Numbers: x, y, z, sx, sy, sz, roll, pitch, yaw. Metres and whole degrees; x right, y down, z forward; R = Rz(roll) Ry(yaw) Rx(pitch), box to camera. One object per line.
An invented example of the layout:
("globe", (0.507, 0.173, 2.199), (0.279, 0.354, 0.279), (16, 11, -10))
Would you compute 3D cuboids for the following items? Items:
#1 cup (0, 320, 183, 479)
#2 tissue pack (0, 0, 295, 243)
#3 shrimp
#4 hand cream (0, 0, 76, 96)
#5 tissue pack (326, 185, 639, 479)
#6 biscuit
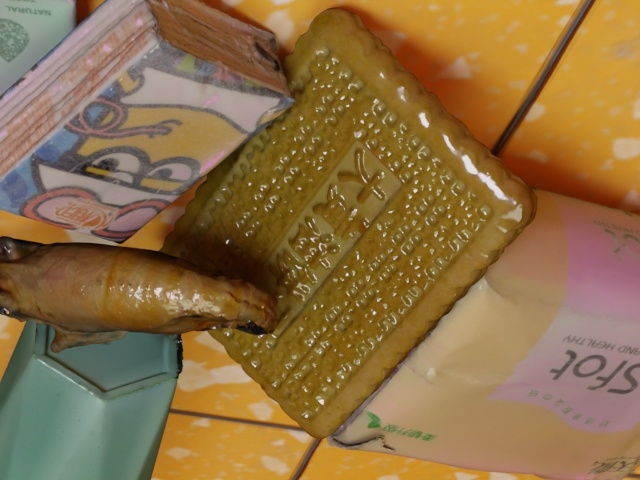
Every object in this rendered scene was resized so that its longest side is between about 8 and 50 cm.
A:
("cup", (-0.172, 0.139, 0.992), (0.148, 0.134, 0.235), (9, 137, -20))
("tissue pack", (-0.107, -0.068, 0.775), (0.155, 0.065, 0.116), (-38, 147, 25))
("shrimp", (-0.146, 0.041, 0.865), (0.262, 0.066, 0.117), (5, 158, 35))
("hand cream", (-0.179, -0.108, 0.772), (0.079, 0.050, 0.275), (24, 144, 9))
("tissue pack", (0.152, 0.065, 0.937), (0.257, 0.123, 0.215), (11, 136, -28))
("biscuit", (0.000, 0.000, 0.835), (0.172, 0.029, 0.254), (46, 131, 9))
